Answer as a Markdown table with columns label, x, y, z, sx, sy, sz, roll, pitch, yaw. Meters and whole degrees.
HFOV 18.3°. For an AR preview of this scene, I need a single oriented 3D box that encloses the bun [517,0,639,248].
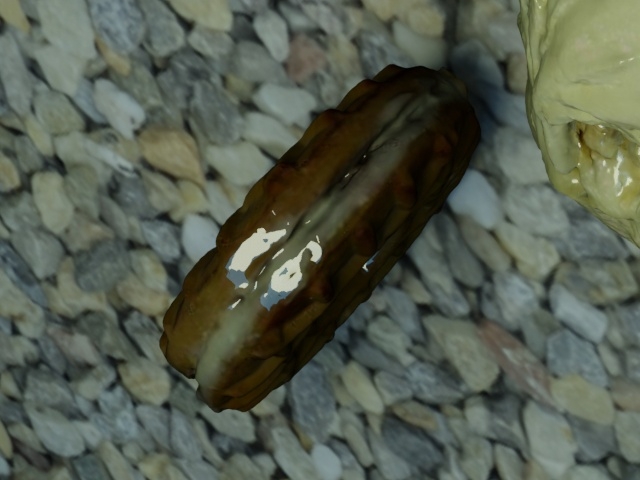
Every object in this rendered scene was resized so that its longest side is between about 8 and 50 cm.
| label | x | y | z | sx | sy | sz | roll | pitch | yaw |
| --- | --- | --- | --- | --- | --- | --- | --- | --- | --- |
| bun | 0.251 | -0.122 | 1.425 | 0.361 | 0.213 | 0.361 | 54 | 164 | 23 |

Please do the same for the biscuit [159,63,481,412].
| label | x | y | z | sx | sy | sz | roll | pitch | yaw |
| --- | --- | --- | --- | --- | --- | --- | --- | --- | --- |
| biscuit | 0.000 | 0.000 | 1.592 | 0.103 | 0.332 | 0.332 | 40 | 122 | 7 |
